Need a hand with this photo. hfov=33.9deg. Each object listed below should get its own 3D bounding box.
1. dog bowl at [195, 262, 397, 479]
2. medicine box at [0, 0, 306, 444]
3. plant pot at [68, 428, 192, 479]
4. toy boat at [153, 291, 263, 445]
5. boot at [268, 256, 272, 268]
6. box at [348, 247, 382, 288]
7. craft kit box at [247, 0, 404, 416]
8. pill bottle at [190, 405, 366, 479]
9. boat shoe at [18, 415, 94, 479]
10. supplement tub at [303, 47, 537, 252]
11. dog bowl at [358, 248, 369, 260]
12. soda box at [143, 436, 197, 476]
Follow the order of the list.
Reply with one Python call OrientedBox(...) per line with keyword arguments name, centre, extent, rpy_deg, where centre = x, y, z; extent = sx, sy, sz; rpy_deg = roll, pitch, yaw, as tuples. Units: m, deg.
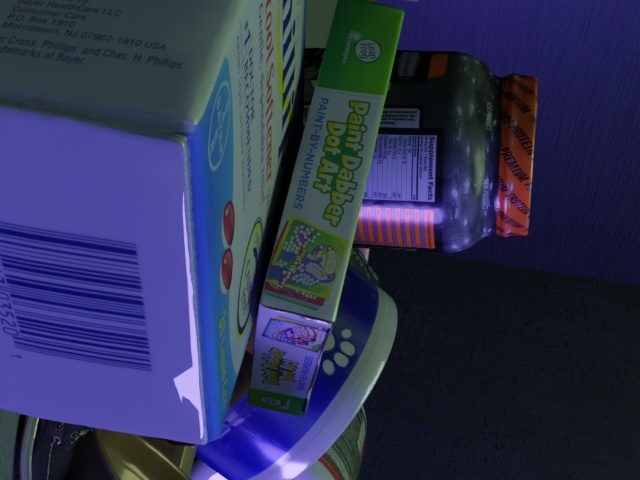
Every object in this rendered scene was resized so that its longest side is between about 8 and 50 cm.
OrientedBox(name="dog bowl", centre=(-0.042, 0.134, 1.134), extent=(0.265, 0.104, 0.265), rpy_deg=(-46, -164, 17))
OrientedBox(name="medicine box", centre=(-0.103, -0.075, 0.639), extent=(0.264, 0.149, 0.289), rpy_deg=(93, 8, -47))
OrientedBox(name="plant pot", centre=(-0.132, 0.260, 0.813), extent=(0.109, 0.237, 0.237), rpy_deg=(-42, 170, -3))
OrientedBox(name="toy boat", centre=(-0.093, 0.071, 0.941), extent=(0.151, 0.151, 0.231), rpy_deg=(87, 13, -61))
OrientedBox(name="boot", centre=(-0.087, 0.048, 1.304), extent=(0.073, 0.197, 0.152), rpy_deg=(-5, -70, 60))
OrientedBox(name="box", centre=(0.000, 0.000, 1.537), extent=(0.233, 0.059, 0.183), rpy_deg=(54, 11, -2))
OrientedBox(name="craft kit box", centre=(0.000, -0.014, 0.813), extent=(0.247, 0.060, 0.250), rpy_deg=(109, -5, -65))
OrientedBox(name="pill bottle", centre=(-0.047, 0.281, 1.417), extent=(0.363, 0.210, 0.210), rpy_deg=(-64, 162, -70))
OrientedBox(name="boat shoe", centre=(-0.173, 0.114, 0.727), extent=(0.056, 0.049, 0.152), rpy_deg=(-27, 126, -83))
OrientedBox(name="supplement tub", centre=(0.049, -0.094, 1.087), extent=(0.207, 0.337, 0.207), rpy_deg=(4, 90, -80))
OrientedBox(name="dog bowl", centre=(0.003, 0.011, 1.820), extent=(0.408, 0.150, 0.408), rpy_deg=(9, 90, -84))
OrientedBox(name="soda box", centre=(-0.142, 0.149, 1.021), extent=(0.058, 0.061, 0.181), rpy_deg=(87, 13, -62))
